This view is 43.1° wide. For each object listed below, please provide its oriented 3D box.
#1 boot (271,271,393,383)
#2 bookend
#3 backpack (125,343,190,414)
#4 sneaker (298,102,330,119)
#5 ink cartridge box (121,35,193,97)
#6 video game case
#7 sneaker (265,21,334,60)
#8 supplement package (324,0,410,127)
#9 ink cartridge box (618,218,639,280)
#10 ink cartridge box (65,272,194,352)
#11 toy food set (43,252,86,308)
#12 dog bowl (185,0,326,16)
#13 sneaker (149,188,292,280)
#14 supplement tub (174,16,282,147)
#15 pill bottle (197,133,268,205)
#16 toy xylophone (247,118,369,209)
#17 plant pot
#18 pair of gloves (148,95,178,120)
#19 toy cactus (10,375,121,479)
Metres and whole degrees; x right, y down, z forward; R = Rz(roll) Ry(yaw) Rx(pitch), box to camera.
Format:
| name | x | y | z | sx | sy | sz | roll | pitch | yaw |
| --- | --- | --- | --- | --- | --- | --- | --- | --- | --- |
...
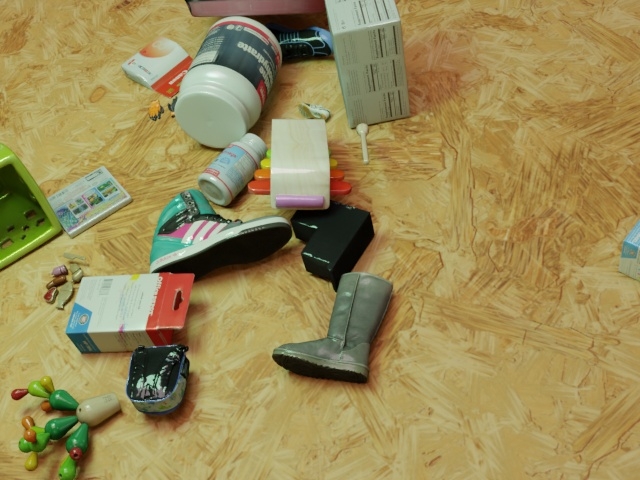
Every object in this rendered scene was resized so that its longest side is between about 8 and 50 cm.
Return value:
| name | x | y | z | sx | sy | sz | roll | pitch | yaw |
| --- | --- | --- | --- | --- | --- | --- | --- | --- | --- |
| boot | 0.025 | 0.146 | 1.462 | 0.189 | 0.076 | 0.208 | 11 | 59 | 3 |
| bookend | 0.000 | 0.000 | 1.593 | 0.156 | 0.072 | 0.157 | 18 | 57 | 26 |
| backpack | -0.285 | 0.251 | 1.433 | 0.105 | 0.084 | 0.114 | -3 | 46 | 8 |
| sneaker | -0.013 | -0.301 | 1.883 | 0.083 | 0.032 | 0.037 | 29 | 47 | 25 |
| ink cartridge box | -0.401 | -0.447 | 2.079 | 0.179 | 0.045 | 0.145 | 28 | 61 | 33 |
| video game case | -0.521 | -0.089 | 1.817 | 0.157 | 0.019 | 0.143 | -34 | 52 | -17 |
| sneaker | -0.068 | -0.481 | 2.016 | 0.232 | 0.081 | 0.090 | 16 | 58 | 32 |
| supplement package | 0.103 | -0.423 | 1.802 | 0.145 | 0.262 | 0.204 | -11 | 48 | 2 |
| ink cartridge box | 0.614 | 0.030 | 1.421 | 0.143 | 0.092 | 0.090 | 30 | 62 | 32 |
| ink cartridge box | -0.351 | 0.137 | 1.548 | 0.231 | 0.078 | 0.134 | -3 | 50 | 10 |
| toy food set | -0.531 | 0.085 | 1.673 | 0.078 | 0.019 | 0.122 | 11 | 61 | 21 |
| dog bowl | -0.157 | -0.635 | 2.012 | 0.408 | 0.150 | 0.408 | -2 | 17 | 1 |
| sneaker | -0.209 | -0.031 | 1.630 | 0.295 | 0.124 | 0.178 | -18 | 56 | 6 |
| supplement tub | -0.211 | -0.366 | 1.869 | 0.191 | 0.191 | 0.272 | 5 | 52 | 16 |
| pill bottle | -0.186 | -0.157 | 1.756 | 0.087 | 0.087 | 0.160 | 22 | 58 | 28 |
| toy xylophone | -0.015 | -0.170 | 1.672 | 0.236 | 0.081 | 0.323 | 4 | 32 | 4 |
| plant pot | -0.726 | -0.087 | 1.731 | 0.227 | 0.228 | 0.207 | -34 | 44 | -16 |
| pair of gloves | -0.382 | -0.326 | 1.993 | 0.083 | 0.010 | 0.074 | -9 | 49 | 4 |
| toy cactus | -0.444 | 0.310 | 1.420 | 0.180 | 0.112 | 0.219 | -23 | 40 | -20 |
